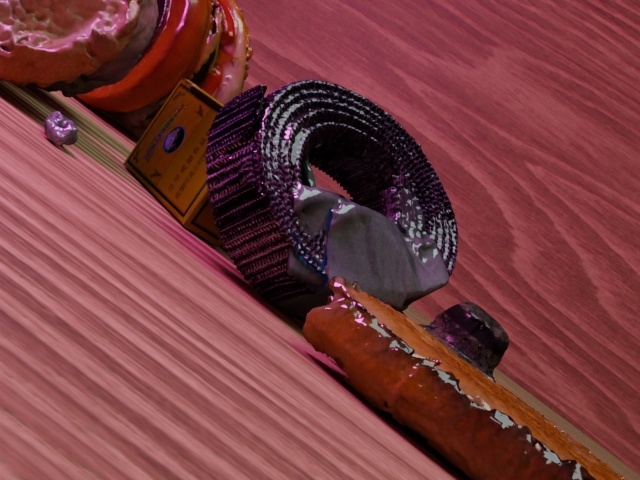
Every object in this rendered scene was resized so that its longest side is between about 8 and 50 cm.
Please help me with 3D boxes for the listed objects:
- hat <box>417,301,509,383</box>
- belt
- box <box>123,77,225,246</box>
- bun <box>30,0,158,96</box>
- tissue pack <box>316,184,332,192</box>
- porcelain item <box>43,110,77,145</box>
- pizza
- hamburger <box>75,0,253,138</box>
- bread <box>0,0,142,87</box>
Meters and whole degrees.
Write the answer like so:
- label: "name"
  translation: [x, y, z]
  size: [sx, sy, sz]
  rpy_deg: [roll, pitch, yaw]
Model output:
- label: "hat"
  translation: [0.257, 0.180, 1.809]
  size: [0.265, 0.128, 0.265]
  rpy_deg: [36, 6, -4]
- label: "belt"
  translation: [0.020, -0.036, 1.127]
  size: [0.324, 0.122, 0.260]
  rpy_deg: [20, 56, -43]
- label: "box"
  translation: [-0.146, -0.101, 1.250]
  size: [0.064, 0.141, 0.220]
  rpy_deg: [33, 5, -35]
- label: "bun"
  translation: [-0.356, -0.310, 1.415]
  size: [0.281, 0.281, 0.205]
  rpy_deg: [31, 48, -66]
- label: "tissue pack"
  translation: [0.002, 0.001, 1.386]
  size: [0.201, 0.124, 0.271]
  rpy_deg: [34, 5, 10]
- label: "porcelain item"
  translation: [-0.276, -0.118, 1.091]
  size: [0.036, 0.028, 0.083]
  rpy_deg: [18, 10, -20]
- label: "pizza"
  translation: [0.147, 0.169, 0.976]
  size: [0.392, 0.080, 0.435]
  rpy_deg: [35, 1, -33]
- label: "hamburger"
  translation: [-0.297, -0.350, 1.887]
  size: [0.330, 0.330, 0.250]
  rpy_deg: [38, 0, 36]
- label: "bread"
  translation: [-0.337, -0.297, 1.198]
  size: [0.274, 0.274, 0.149]
  rpy_deg: [36, -20, -3]
